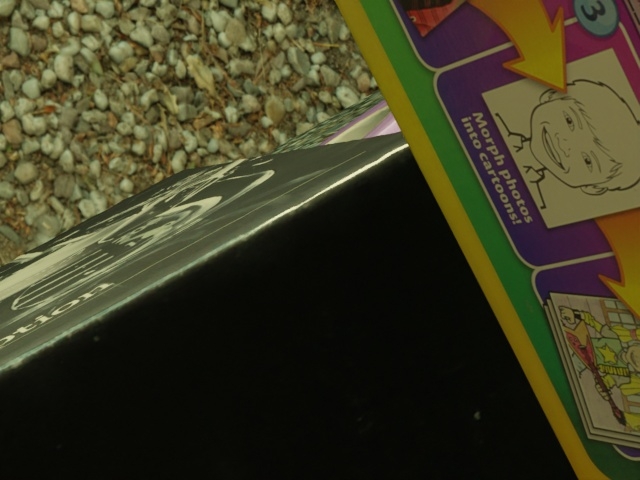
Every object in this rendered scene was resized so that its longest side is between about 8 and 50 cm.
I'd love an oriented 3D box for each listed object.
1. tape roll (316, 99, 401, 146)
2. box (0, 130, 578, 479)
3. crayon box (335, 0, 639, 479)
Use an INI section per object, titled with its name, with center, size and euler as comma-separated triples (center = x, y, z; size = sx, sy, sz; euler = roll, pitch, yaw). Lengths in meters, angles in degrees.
[tape roll]
center = 0.000, 0.000, 1.154
size = 0.275, 0.090, 0.275
euler = -36, 7, 5
[box]
center = -0.114, 0.121, 0.578
size = 0.343, 0.179, 0.312
euler = -29, 8, -16
[crayon box]
center = 0.110, -0.015, 0.362
size = 0.081, 0.278, 0.165
euler = -33, 10, -34
